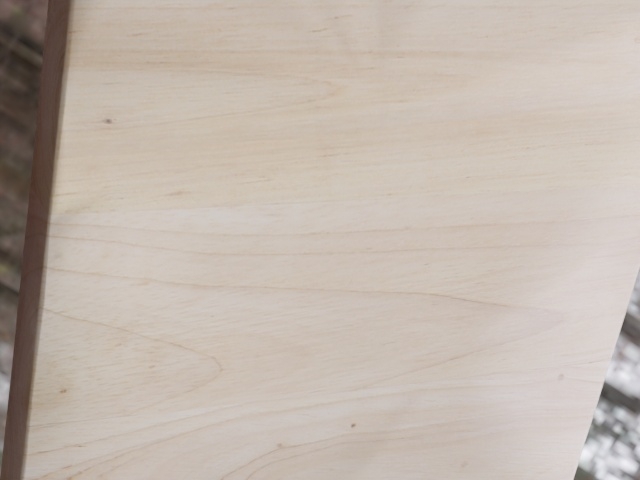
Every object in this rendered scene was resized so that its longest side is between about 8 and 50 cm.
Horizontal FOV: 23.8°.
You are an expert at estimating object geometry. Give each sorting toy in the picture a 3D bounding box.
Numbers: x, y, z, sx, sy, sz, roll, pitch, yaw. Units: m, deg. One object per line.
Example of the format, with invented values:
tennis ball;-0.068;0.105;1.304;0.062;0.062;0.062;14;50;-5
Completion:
sorting toy;0.000;0.000;0.608;0.089;0.257;0.256;50;-44;50
